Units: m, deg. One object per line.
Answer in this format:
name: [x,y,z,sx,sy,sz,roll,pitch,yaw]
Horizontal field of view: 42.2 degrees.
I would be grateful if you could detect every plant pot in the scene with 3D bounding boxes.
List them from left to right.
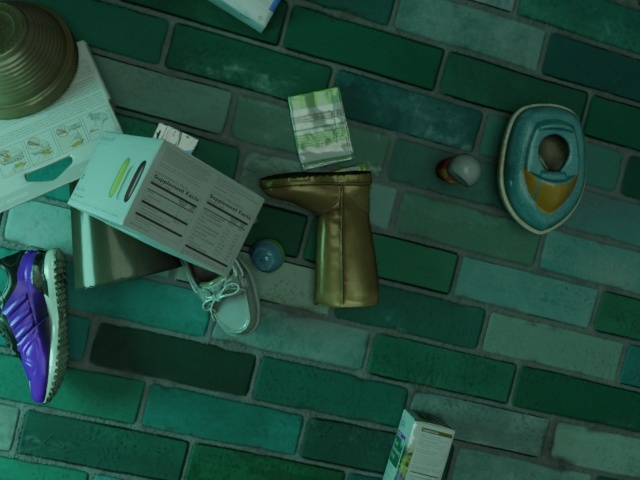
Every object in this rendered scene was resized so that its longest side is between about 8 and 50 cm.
plant pot: [-0.560,-0.342,1.465,0.237,0.110,0.238,-1,68,1]

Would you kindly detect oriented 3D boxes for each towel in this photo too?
towel: [0.001,-0.225,1.665,0.113,0.023,0.152,-13,96,-10]
towel: [0.059,-0.121,1.689,0.083,0.009,0.060,-17,96,-9]

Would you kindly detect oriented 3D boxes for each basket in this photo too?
basket: [-0.381,-0.039,1.550,0.204,0.154,0.227,-12,92,-20]

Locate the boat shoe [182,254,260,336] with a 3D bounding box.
boat shoe: [-0.213,0.041,1.589,0.118,0.103,0.321,-18,95,17]

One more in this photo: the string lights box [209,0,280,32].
string lights box: [-0.102,-0.550,1.594,0.133,0.077,0.260,30,89,-11]

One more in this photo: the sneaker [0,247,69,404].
sneaker: [-0.557,0.161,1.563,0.146,0.102,0.294,0,90,-6]

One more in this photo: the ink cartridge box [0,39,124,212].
ink cartridge box: [-0.514,-0.194,1.508,0.296,0.066,0.261,-24,75,-7]

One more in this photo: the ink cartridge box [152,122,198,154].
ink cartridge box: [-0.284,-0.192,1.613,0.083,0.028,0.048,25,89,-10]

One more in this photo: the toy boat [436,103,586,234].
toy boat: [0.396,-0.142,1.677,0.318,0.148,0.268,-2,95,-10]

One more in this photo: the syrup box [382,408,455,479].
syrup box: [0.192,0.480,1.716,0.096,0.093,0.237,15,92,-10]

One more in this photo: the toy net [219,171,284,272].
toy net: [-0.170,-0.028,1.644,0.122,0.045,0.232,-25,96,22]

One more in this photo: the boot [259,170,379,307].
boot: [0.000,0.000,1.650,0.236,0.089,0.270,-1,99,-1]

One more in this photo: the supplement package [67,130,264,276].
supplement package: [-0.259,-0.066,1.365,0.204,0.261,0.145,30,81,-34]
